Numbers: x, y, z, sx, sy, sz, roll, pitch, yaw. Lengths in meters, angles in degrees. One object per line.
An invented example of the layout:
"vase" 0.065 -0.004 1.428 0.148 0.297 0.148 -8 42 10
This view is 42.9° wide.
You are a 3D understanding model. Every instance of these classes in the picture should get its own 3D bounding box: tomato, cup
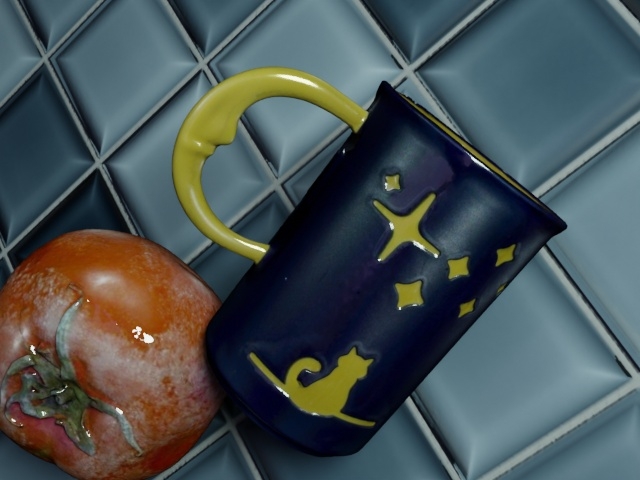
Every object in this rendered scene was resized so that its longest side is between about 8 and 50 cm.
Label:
"tomato" -0.182 0.100 0.737 0.231 0.188 0.232 5 113 13
"cup" 0.010 0.002 0.647 0.255 0.178 0.256 42 103 11
